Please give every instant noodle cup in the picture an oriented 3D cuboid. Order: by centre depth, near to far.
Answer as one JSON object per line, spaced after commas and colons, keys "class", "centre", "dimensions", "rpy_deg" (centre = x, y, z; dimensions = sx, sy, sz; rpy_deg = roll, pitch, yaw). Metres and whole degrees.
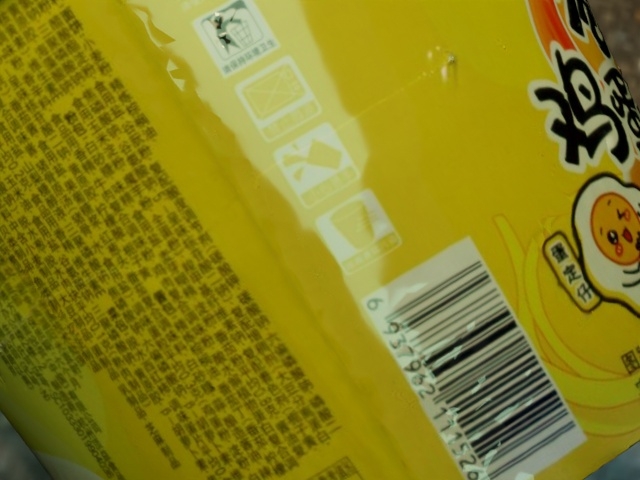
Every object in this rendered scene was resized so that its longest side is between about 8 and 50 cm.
{"class": "instant noodle cup", "centre": [0.000, 0.000, 0.544], "dimensions": [0.264, 0.264, 0.200], "rpy_deg": [-32, 86, -14]}
